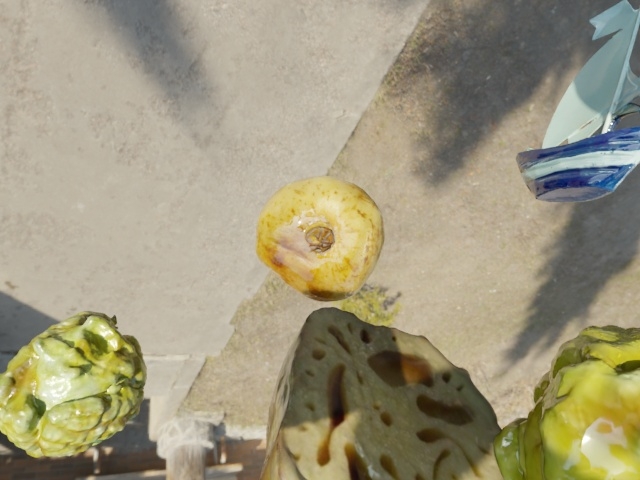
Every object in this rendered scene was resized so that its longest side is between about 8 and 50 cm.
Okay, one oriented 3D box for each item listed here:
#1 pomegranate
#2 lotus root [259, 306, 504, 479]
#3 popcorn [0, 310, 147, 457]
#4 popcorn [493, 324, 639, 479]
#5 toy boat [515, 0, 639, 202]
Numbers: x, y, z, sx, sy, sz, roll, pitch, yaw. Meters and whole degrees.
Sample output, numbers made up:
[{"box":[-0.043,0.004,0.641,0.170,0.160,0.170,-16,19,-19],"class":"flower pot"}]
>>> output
[{"box":[0.000,0.000,0.735,0.216,0.215,0.215,-9,140,-8],"class":"pomegranate"},{"box":[0.061,0.282,0.538,0.317,0.316,0.249,8,122,-26],"class":"lotus root"},{"box":[-0.534,0.316,1.006,0.335,0.279,0.274,-32,138,-54],"class":"popcorn"},{"box":[0.256,0.169,0.335,0.235,0.250,0.241,31,98,-17],"class":"popcorn"},{"box":[0.381,-0.181,0.608,0.071,0.210,0.291,19,108,-19],"class":"toy boat"}]
